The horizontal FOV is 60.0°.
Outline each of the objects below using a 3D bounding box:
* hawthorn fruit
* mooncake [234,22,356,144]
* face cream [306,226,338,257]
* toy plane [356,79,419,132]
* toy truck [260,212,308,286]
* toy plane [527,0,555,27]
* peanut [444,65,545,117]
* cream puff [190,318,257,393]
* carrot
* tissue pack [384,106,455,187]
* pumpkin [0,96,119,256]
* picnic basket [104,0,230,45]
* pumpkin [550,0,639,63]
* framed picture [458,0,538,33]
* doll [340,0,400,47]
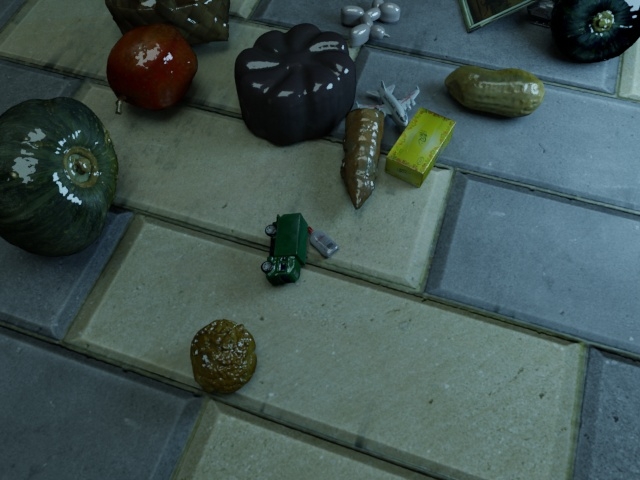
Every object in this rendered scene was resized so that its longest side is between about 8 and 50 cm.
[{"bbox_3d":[-0.425,-0.407,1.351,0.205,0.205,0.253,25,63,15],"label":"hawthorn fruit"},{"bbox_3d":[-0.063,-0.390,1.353,0.307,0.154,0.305,-1,59,1],"label":"mooncake"},{"bbox_3d":[0.000,0.000,1.208,0.040,0.021,0.083,-38,67,-17],"label":"face cream"},{"bbox_3d":[0.175,-0.327,1.352,0.162,0.065,0.171,-16,56,-7],"label":"toy plane"},{"bbox_3d":[-0.075,0.021,1.172,0.079,0.065,0.147,-3,62,17],"label":"toy truck"},{"bbox_3d":[0.635,-0.614,1.483,0.197,0.078,0.053,19,63,14],"label":"toy plane"},{"bbox_3d":[0.420,-0.369,1.347,0.237,0.110,0.120,18,85,19],"label":"peanut"},{"bbox_3d":[-0.187,0.216,1.053,0.127,0.103,0.143,-7,56,0],"label":"cream puff"},{"bbox_3d":[0.094,-0.183,1.265,0.102,0.102,0.262,3,63,4],"label":"carrot"},{"bbox_3d":[0.233,-0.220,1.296,0.095,0.062,0.176,28,67,17],"label":"tissue pack"},{"bbox_3d":[-0.563,-0.136,1.163,0.258,0.291,0.327,-6,49,23],"label":"pumpkin"},{"bbox_3d":[-0.402,-0.686,1.423,0.338,0.337,0.292,-11,53,-3],"label":"picnic basket"},{"bbox_3d":[0.689,-0.556,1.368,0.233,0.232,0.163,8,34,7],"label":"pumpkin"},{"bbox_3d":[0.474,-0.703,1.525,0.197,0.014,0.252,-19,58,23],"label":"framed picture"},{"bbox_3d":[0.140,-0.604,1.511,0.160,0.059,0.160,-11,61,-3],"label":"doll"}]
